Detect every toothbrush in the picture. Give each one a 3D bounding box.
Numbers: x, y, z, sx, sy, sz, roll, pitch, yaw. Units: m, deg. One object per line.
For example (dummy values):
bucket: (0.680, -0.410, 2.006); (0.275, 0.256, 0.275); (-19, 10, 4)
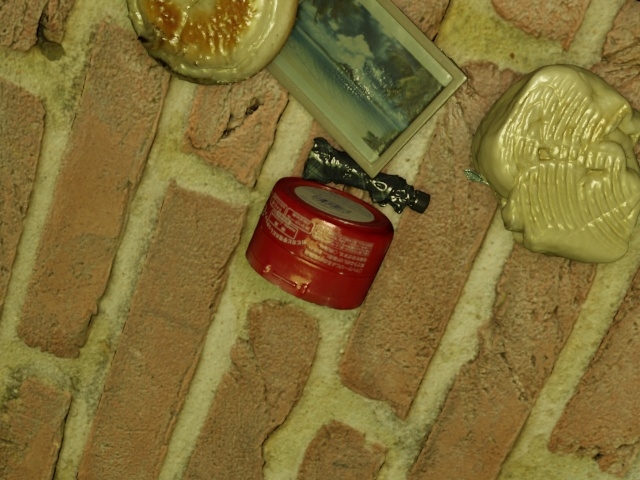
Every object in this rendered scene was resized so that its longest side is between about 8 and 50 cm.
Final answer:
toothbrush: (0.339, -0.065, 1.691); (0.219, 0.019, 0.016); (29, 105, 2)

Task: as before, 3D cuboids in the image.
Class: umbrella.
umbrella: (0.082, -0.108, 1.707); (0.224, 0.071, 0.080); (23, 126, -2)

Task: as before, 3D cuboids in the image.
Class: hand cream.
hand cream: (0.000, 0.000, 1.672); (0.230, 0.230, 0.149); (23, 109, 4)

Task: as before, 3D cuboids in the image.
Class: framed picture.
framed picture: (0.057, -0.292, 1.643); (0.315, 0.024, 0.232); (47, 110, 10)

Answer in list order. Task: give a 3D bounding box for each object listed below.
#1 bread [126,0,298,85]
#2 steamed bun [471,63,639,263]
bread: (-0.168, -0.403, 1.616); (0.305, 0.159, 0.306); (4, 105, 14)
steamed bun: (0.377, -0.122, 1.577); (0.289, 0.203, 0.276); (30, 102, -13)
